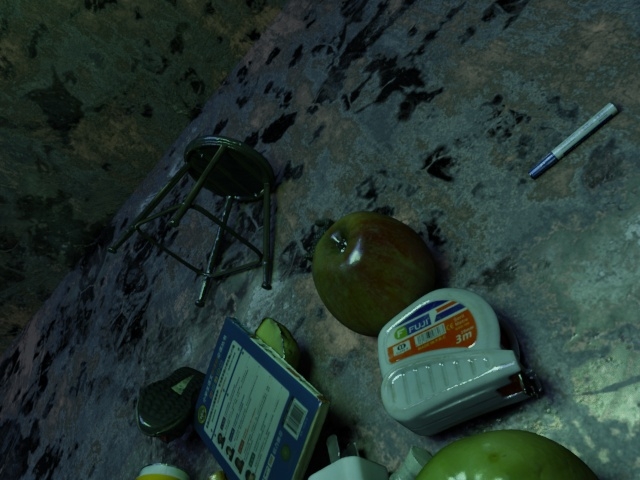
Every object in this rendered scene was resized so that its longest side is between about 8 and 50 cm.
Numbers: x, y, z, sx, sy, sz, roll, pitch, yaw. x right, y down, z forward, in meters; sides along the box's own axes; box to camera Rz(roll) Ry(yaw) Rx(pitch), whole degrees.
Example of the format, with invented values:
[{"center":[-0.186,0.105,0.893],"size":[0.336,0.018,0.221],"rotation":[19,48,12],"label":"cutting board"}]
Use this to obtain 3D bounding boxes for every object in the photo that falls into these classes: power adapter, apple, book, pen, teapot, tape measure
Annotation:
[{"center":[0.056,0.459,1.046],"size":[0.125,0.130,0.205],"rotation":[-38,38,23],"label":"power adapter"},{"center":[0.253,0.401,0.759],"size":[0.291,0.254,0.292],"rotation":[-26,44,27],"label":"apple"},{"center":[0.109,0.067,1.210],"size":[0.256,0.234,0.257],"rotation":[-26,45,29],"label":"apple"},{"center":[-0.156,0.387,1.266],"size":[0.428,0.039,0.300],"rotation":[28,100,51],"label":"book"},{"center":[0.504,-0.197,1.139],"size":[0.204,0.025,0.025],"rotation":[-43,37,18],"label":"pen"},{"center":[0.164,0.420,1.019],"size":[0.083,0.057,0.067],"rotation":[-52,32,17],"label":"teapot"},{"center":[0.237,0.218,1.034],"size":[0.258,0.130,0.265],"rotation":[-33,36,24],"label":"tape measure"}]

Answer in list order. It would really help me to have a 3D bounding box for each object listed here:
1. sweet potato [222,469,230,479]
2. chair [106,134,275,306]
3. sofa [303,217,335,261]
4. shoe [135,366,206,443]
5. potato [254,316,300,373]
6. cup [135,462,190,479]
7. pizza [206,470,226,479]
[{"center":[-0.173,0.568,1.290],"size":[0.255,0.058,0.078],"rotation":[45,115,52],"label":"sweet potato"},{"center":[-0.343,-0.081,1.757],"size":[0.361,0.364,0.410],"rotation":[-17,46,41],"label":"chair"},{"center":[0.000,0.000,1.552],"size":[0.060,0.039,0.118],"rotation":[-6,58,47],"label":"sofa"},{"center":[-0.400,0.459,1.484],"size":[0.336,0.132,0.171],"rotation":[-31,-36,-79],"label":"shoe"},{"center":[-0.118,0.325,1.359],"size":[0.160,0.111,0.272],"rotation":[44,111,47],"label":"potato"},{"center":[-0.404,0.696,1.357],"size":[0.196,0.196,0.280],"rotation":[-32,33,29],"label":"cup"},{"center":[-0.252,0.650,1.275],"size":[0.127,0.058,0.247],"rotation":[17,88,47],"label":"pizza"}]
